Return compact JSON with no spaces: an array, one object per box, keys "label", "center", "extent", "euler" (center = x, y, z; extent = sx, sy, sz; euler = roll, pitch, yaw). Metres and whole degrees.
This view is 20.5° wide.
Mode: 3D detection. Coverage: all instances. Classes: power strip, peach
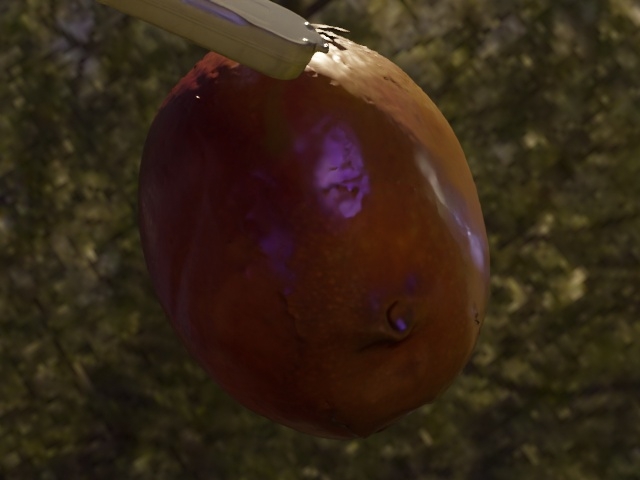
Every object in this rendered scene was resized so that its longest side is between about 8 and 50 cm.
[{"label":"power strip","center":[-0.084,-0.142,1.035],"extent":[0.047,0.191,0.030],"euler":[-86,22,-57]},{"label":"peach","center":[-0.002,0.000,1.537],"extent":[0.290,0.373,0.373],"euler":[-2,-36,-36]}]
